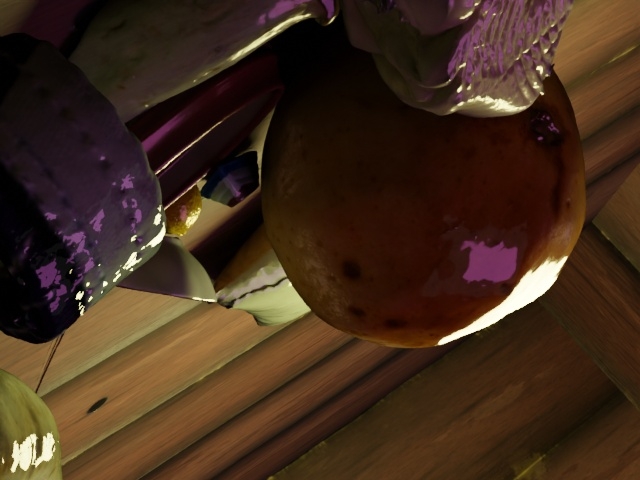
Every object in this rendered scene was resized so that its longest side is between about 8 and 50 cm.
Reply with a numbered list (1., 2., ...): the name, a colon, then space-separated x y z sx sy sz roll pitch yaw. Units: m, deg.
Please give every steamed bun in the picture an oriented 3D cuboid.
1. steamed bun: 0.120 -0.268 1.615 0.275 0.206 0.320 -24 136 -48

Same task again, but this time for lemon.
1. lemon: -0.159 -0.041 1.856 0.065 0.065 0.092 -34 132 -28

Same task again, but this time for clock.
1. clock: -0.166 -0.083 1.665 0.318 0.080 0.318 -40 178 -1

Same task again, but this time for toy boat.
1. toy boat: -0.095 -0.065 1.898 0.080 0.046 0.229 -36 -176 0

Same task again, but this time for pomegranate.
1. pomegranate: 0.091 -0.068 1.917 0.410 0.410 0.410 -39 166 -12

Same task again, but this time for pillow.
1. pillow: 0.000 0.000 2.309 0.312 0.119 0.310 -42 169 1

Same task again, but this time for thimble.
1. thimble: -0.235 -0.035 1.355 0.150 0.237 0.237 -38 166 -24

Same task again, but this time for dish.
1. dish: -0.199 0.020 1.847 0.190 0.190 0.066 17 83 -74

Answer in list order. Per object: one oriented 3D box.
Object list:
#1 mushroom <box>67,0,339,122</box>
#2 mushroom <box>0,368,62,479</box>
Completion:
1. mushroom: -0.135 -0.173 1.471 0.333 0.107 0.087 -25 -171 18
2. mushroom: -0.413 0.276 1.750 0.352 0.260 0.352 -33 164 -11
